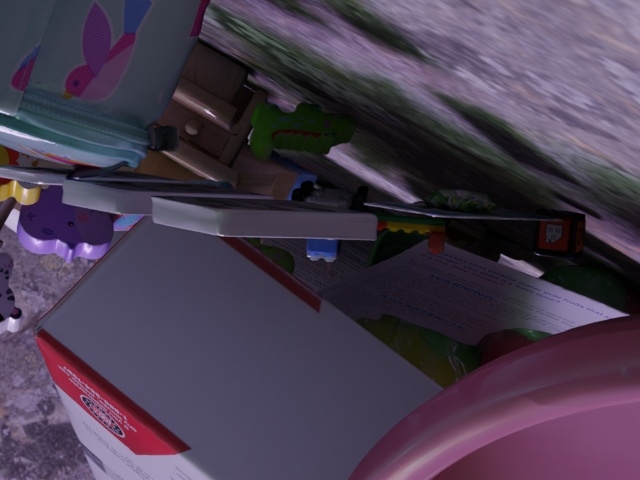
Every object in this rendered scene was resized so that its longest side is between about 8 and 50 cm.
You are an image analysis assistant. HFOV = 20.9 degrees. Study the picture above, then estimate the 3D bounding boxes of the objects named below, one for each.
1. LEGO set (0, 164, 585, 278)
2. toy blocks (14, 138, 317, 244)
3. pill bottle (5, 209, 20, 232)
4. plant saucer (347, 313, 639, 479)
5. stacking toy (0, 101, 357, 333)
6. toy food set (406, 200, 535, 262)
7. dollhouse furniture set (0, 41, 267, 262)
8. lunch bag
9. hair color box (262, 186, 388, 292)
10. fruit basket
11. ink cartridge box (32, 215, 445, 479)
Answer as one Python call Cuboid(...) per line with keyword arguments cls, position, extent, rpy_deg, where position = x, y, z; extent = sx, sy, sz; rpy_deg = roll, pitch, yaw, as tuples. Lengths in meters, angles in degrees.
Cuboid(cls="LEGO set", position=(0.000, 0.000, 0.769), extent=(0.244, 0.060, 0.182), rpy_deg=(1, -173, -40))
Cuboid(cls="toy blocks", position=(-0.159, -0.074, 1.271), extent=(0.381, 0.191, 0.261), rpy_deg=(30, -170, 15))
Cuboid(cls="pill bottle", position=(-0.253, -0.085, 1.756), extent=(0.181, 0.181, 0.323), rpy_deg=(30, 178, -5))
Cuboid(cls="plant saucer", position=(0.166, 0.148, 0.784), extent=(0.332, 0.332, 0.084), rpy_deg=(30, -142, -18))
Cuboid(cls="stacking toy", position=(-0.102, -0.009, 0.971), extent=(0.221, 0.052, 0.167), rpy_deg=(-3, 152, -16))
Cuboid(cls="toy food set", position=(0.094, -0.003, 1.175), extent=(0.078, 0.019, 0.122), rpy_deg=(30, 178, -8))
Cuboid(cls="dollhouse furniture set", position=(-0.193, -0.088, 0.926), extent=(0.303, 0.174, 0.355), rpy_deg=(29, 178, -1))
Cuboid(cls="lunch bag", position=(-0.181, -0.107, 0.690), extent=(0.279, 0.108, 0.224), rpy_deg=(20, 177, -13))
Cuboid(cls="hair color box", position=(-0.014, 0.059, 1.473), extent=(0.185, 0.114, 0.374), rpy_deg=(30, -164, -9))
Cuboid(cls="fruit basket", position=(0.148, 0.077, 1.065), extent=(0.327, 0.165, 0.353), rpy_deg=(22, 159, -12))
Cuboid(cls="ink cartridge box", position=(-0.033, 0.124, 0.969), extent=(0.197, 0.114, 0.273), rpy_deg=(37, 159, 18))
